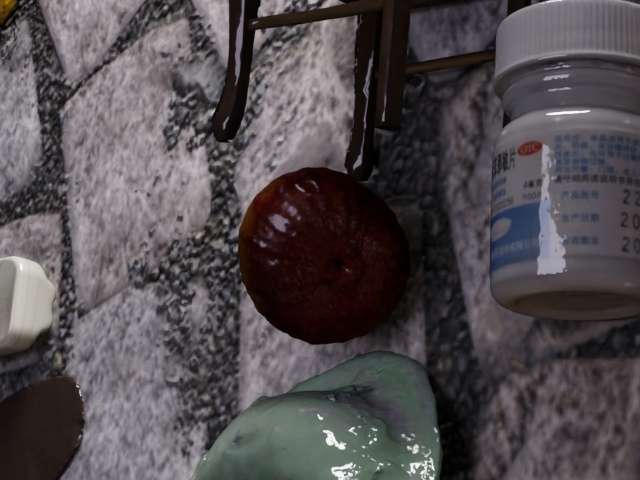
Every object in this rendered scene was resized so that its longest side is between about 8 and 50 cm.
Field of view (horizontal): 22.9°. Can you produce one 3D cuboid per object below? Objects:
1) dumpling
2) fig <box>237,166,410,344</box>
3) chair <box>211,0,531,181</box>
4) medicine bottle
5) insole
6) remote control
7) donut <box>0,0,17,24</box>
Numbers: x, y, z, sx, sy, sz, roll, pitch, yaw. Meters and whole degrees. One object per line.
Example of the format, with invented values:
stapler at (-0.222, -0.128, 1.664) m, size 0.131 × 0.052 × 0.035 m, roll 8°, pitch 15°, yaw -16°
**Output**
dumpling at (0.003, 0.136, 0.999) m, size 0.217 × 0.105 × 0.149 m, roll 5°, pitch 81°, yaw 48°
fig at (0.009, 0.005, 1.060) m, size 0.119 × 0.153 × 0.119 m, roll 3°, pitch 101°, yaw 17°
chair at (0.053, -0.210, 1.024) m, size 0.186 × 0.160 × 0.319 m, roll -2°, pitch 78°, yaw 45°
medicine bottle at (0.149, -0.043, 0.903) m, size 0.105 × 0.105 × 0.168 m, roll -12°, pitch 68°, yaw 44°
insole at (-0.302, 0.217, 1.374) m, size 0.328 × 0.007 × 0.111 m, roll -41°, pitch 49°, yaw 31°
remote control at (-0.319, 0.067, 1.410) m, size 0.230 × 0.049 × 0.090 m, roll -10°, pitch 71°, yaw 45°
donut at (-0.374, -0.299, 1.547) m, size 0.278 × 0.108 × 0.277 m, roll -19°, pitch 63°, yaw 43°
